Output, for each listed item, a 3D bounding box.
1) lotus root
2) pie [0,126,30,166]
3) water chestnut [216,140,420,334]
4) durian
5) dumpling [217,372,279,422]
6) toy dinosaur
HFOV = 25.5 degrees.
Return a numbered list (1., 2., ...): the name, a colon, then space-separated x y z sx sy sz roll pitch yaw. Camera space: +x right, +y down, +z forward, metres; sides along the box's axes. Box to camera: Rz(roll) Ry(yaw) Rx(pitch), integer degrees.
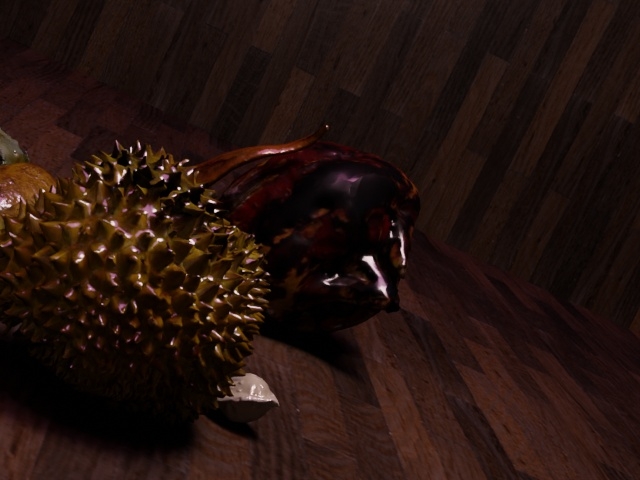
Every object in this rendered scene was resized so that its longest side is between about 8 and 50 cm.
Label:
1. lotus root: -0.363 -0.036 1.626 0.108 0.094 0.190 -8 10 9
2. pie: -0.533 -0.160 1.950 0.302 0.067 0.302 26 8 -4
3. water chestnut: 0.000 0.000 1.893 0.289 0.289 0.244 21 -20 -29
4. durian: -0.161 0.040 1.294 0.258 0.258 0.293 30 -2 27
5. dumpling: -0.082 0.153 1.412 0.057 0.052 0.076 33 11 -45
6. toy dinosaur: -0.206 -0.043 1.818 0.432 0.097 0.208 -5 36 16
